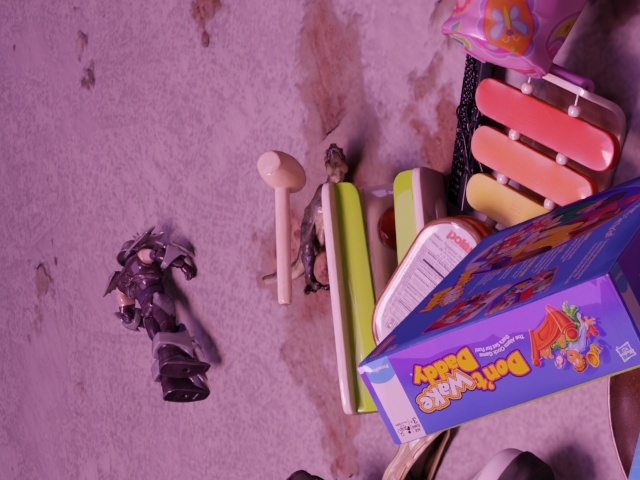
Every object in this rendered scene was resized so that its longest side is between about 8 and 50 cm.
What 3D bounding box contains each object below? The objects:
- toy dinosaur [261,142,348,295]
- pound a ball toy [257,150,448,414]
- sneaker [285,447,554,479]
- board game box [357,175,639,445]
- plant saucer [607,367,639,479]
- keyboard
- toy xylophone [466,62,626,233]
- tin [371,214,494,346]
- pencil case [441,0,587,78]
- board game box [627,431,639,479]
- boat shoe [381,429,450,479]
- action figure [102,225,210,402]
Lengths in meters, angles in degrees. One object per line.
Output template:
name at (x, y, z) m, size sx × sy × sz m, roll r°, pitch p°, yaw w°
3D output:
toy dinosaur at (0.000, 0.000, 1.827) m, size 0.268 × 0.064 × 0.118 m, roll -62°, pitch 39°, yaw 37°
pound a ball toy at (0.053, 0.043, 1.664) m, size 0.208 × 0.136 × 0.319 m, roll -9°, pitch 82°, yaw 22°
sneaker at (0.061, 0.333, 1.603) m, size 0.257 × 0.169 × 0.447 m, roll 44°, pitch 128°, yaw 17°
board game box at (0.207, 0.044, 1.252) m, size 0.233 × 0.347 × 0.078 m, roll -23°, pitch 97°, yaw 30°
plant saucer at (0.397, 0.158, 1.306) m, size 0.310 × 0.050 × 0.311 m, roll 3°, pitch 94°, yaw 54°
keyboard at (0.160, -0.131, 1.595) m, size 0.100 × 0.038 × 0.192 m, roll -140°, pitch 54°, yaw -71°
toy xylophone at (0.243, -0.026, 1.476) m, size 0.236 × 0.081 × 0.323 m, roll 25°, pitch 112°, yaw 50°
tin at (0.123, 0.060, 1.514) m, size 0.106 × 0.040 × 0.190 m, roll 42°, pitch 116°, yaw 27°
pencil case at (0.227, -0.305, 1.391) m, size 0.124 × 0.124 × 0.284 m, roll 27°, pitch 95°, yaw 50°
board game box at (0.388, 0.228, 1.101) m, size 0.086 × 0.308 × 0.302 m, roll -124°, pitch 42°, yaw -68°
boat shoe at (0.115, 0.275, 1.688) m, size 0.048 × 0.056 × 0.153 m, roll 40°, pitch 116°, yaw 50°
action figure at (-0.246, 0.104, 2.135) m, size 0.285 × 0.099 × 0.185 m, roll 66°, pitch 145°, yaw 33°
